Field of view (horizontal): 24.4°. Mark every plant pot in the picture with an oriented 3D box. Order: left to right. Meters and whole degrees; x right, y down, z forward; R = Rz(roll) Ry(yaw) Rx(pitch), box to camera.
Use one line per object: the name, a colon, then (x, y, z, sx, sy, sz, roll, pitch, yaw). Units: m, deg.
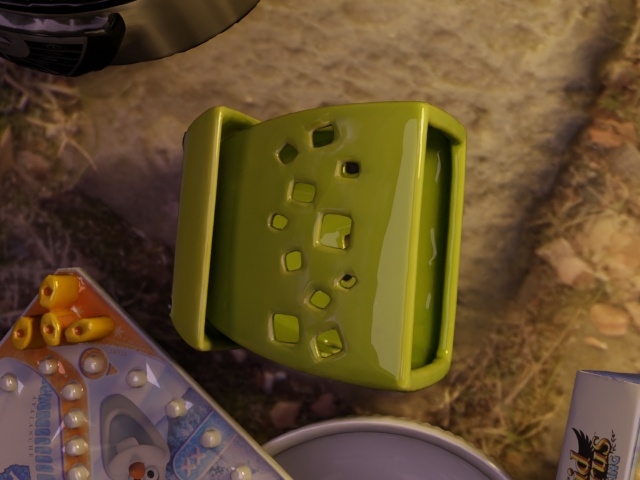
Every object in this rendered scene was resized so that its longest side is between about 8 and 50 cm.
plant pot: (0.000, 0.000, 1.229, 0.207, 0.228, 0.227, 5, 89, 13)

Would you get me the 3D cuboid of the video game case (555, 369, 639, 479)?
video game case: (0.256, 0.229, 1.166, 0.061, 0.269, 0.244, 12, 90, 34)

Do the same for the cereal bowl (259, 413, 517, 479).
cereal bowl: (0.042, 0.309, 1.250, 0.338, 0.141, 0.339, 0, 89, 7)

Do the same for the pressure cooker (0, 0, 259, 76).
pressure cooker: (-0.194, -0.342, 1.153, 0.369, 0.420, 0.376, -25, 87, 0)

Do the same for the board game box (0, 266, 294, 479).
board game box: (-0.199, 0.288, 1.203, 0.390, 0.050, 0.390, 43, 103, 15)
